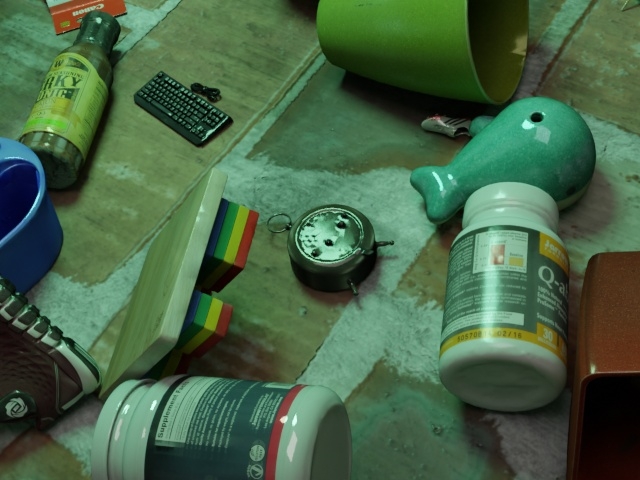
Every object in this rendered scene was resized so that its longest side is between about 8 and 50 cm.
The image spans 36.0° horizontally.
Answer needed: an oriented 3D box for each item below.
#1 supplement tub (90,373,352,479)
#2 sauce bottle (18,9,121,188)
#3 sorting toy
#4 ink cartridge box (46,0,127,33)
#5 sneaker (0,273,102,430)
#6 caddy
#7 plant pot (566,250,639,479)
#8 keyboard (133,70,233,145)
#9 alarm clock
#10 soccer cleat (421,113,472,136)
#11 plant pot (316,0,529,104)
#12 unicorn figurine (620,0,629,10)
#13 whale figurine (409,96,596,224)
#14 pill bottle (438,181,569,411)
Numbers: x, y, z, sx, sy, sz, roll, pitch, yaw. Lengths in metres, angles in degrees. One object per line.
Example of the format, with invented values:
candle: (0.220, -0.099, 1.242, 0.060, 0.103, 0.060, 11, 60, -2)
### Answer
supplement tub: (-0.114, 0.260, 1.178, 0.272, 0.191, 0.191, 1, 53, 20)
sauce bottle: (-0.416, -0.249, 1.662, 0.111, 0.111, 0.345, 1, 53, 9)
sorting toy: (-0.184, 0.077, 1.320, 0.089, 0.255, 0.257, 24, 56, -18)
ink cartridge box: (-0.459, -0.483, 1.883, 0.145, 0.045, 0.179, -19, 51, -5)
sneaker: (-0.444, 0.147, 1.318, 0.281, 0.106, 0.162, 44, 83, -6)
caddy: (-0.550, -0.008, 1.459, 0.241, 0.179, 0.341, 29, 63, 27)
plant pot: (0.418, 0.153, 1.167, 0.267, 0.267, 0.236, -3, 41, 6)
keyboard: (-0.228, -0.237, 1.680, 0.180, 0.023, 0.108, 36, 65, 28)
alarm clock: (0.000, 0.000, 1.450, 0.192, 0.064, 0.129, 22, 60, 26)
soccer cleat: (0.203, -0.181, 1.573, 0.083, 0.029, 0.036, 2, 50, 4)
plant pot: (0.151, -0.356, 1.587, 0.293, 0.275, 0.275, 4, 53, 30)
unicorn figurine: (0.584, -0.476, 1.716, 0.161, 0.060, 0.111, -13, 52, -2)
whale figurine: (0.269, -0.119, 1.446, 0.271, 0.141, 0.216, -17, 54, -4)
pill bottle: (0.245, 0.070, 1.298, 0.162, 0.162, 0.279, 4, 55, 11)
